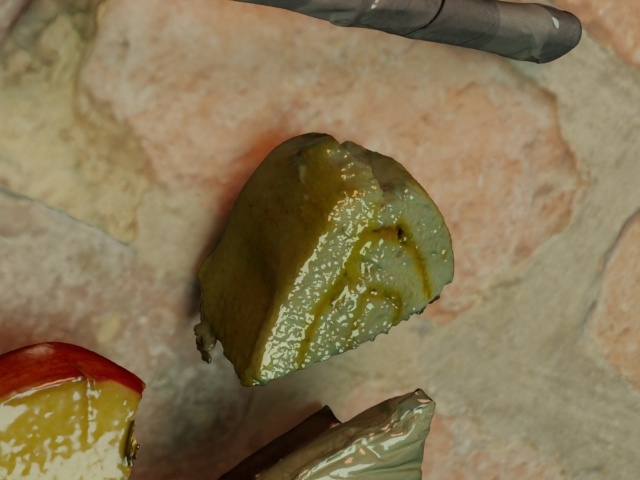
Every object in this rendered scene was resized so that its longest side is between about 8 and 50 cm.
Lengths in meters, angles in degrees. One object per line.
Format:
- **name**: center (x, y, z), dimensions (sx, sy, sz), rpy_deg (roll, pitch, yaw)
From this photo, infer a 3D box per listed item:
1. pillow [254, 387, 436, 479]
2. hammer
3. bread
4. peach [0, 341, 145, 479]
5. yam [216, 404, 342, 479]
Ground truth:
- **pillow**: center (-0.053, 0.225, 0.841), dimensions (0.281, 0.076, 0.274), rpy_deg (-31, 147, -18)
- **hammer**: center (-0.001, -0.132, 0.744), dimensions (0.427, 0.152, 0.044), rpy_deg (2, 71, -39)
- **bread**: center (-0.005, 0.001, 0.801), dimensions (0.156, 0.103, 0.110), rpy_deg (-28, 128, -28)
- **peach**: center (-0.160, 0.116, 0.742), dimensions (0.151, 0.118, 0.151), rpy_deg (-11, 145, -8)
- **yam**: center (-0.114, 0.204, 0.852), dimensions (0.327, 0.045, 0.045), rpy_deg (-33, 92, -19)
